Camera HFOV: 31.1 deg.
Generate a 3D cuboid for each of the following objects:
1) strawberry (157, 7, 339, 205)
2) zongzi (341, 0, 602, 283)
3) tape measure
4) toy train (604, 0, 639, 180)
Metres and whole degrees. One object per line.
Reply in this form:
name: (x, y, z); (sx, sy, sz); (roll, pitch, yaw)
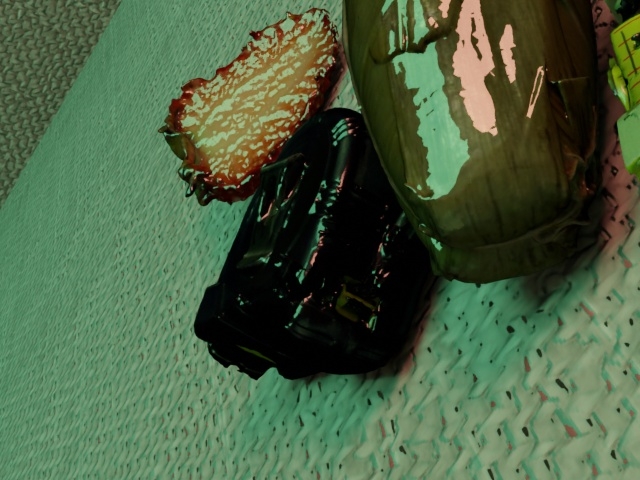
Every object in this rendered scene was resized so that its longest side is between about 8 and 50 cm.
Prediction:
strawberry: (-0.049, -0.116, 1.110); (0.208, 0.087, 0.167); (-32, 48, 6)
zongzi: (0.077, -0.162, 0.620); (0.274, 0.145, 0.300); (-94, -4, -49)
tape measure: (0.000, 0.000, 0.799); (0.199, 0.112, 0.186); (-15, 48, 60)
toy train: (0.170, -0.106, 0.579); (0.053, 0.085, 0.250); (-29, 35, 27)
